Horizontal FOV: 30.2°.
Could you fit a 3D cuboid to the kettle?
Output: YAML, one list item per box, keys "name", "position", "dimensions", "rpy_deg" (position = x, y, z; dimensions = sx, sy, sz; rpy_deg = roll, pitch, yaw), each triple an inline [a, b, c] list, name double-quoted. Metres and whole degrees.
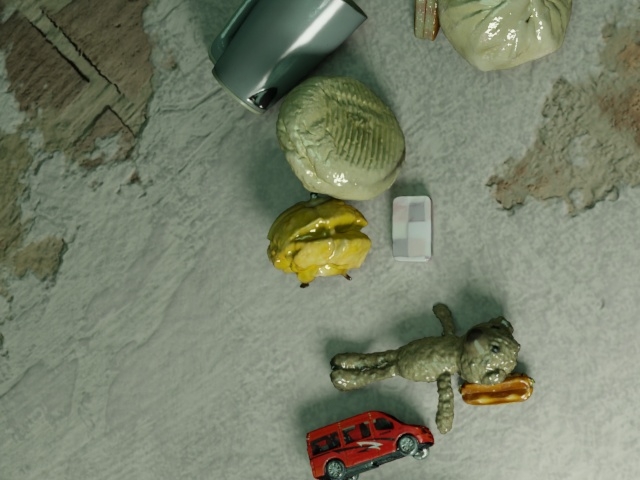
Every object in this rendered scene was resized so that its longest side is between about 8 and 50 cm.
- name: "kettle"
  position: [-0.075, -0.347, 1.953]
  dimensions: [0.243, 0.160, 0.210]
  rpy_deg: [-46, 55, 14]

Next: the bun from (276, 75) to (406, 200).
- name: "bun"
  position: [0.022, -0.149, 1.874]
  dimensions: [0.134, 0.220, 0.220]
  rpy_deg: [-40, 70, 47]

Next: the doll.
- name: "doll"
  position: [0.164, 0.177, 1.842]
  dimensions: [0.286, 0.091, 0.202]
  rpy_deg: [12, 53, 40]

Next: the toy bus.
- name: "toy bus"
  position: [0.079, 0.317, 1.857]
  dimensions: [0.195, 0.081, 0.089]
  rpy_deg: [-21, 69, 15]

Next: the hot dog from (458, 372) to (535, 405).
- name: "hot dog"
  position: [0.272, 0.229, 1.831]
  dimensions: [0.122, 0.037, 0.049]
  rpy_deg: [-6, 94, 22]

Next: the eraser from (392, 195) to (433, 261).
- name: "eraser"
  position: [0.148, -0.018, 1.900]
  dimensions: [0.065, 0.026, 0.105]
  rpy_deg: [0, 84, 14]

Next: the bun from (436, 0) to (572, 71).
- name: "bun"
  position: [0.288, -0.378, 1.824]
  dimensions: [0.231, 0.133, 0.231]
  rpy_deg: [0, 87, -3]

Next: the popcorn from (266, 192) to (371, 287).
- name: "popcorn"
  position: [0.000, 0.000, 1.883]
  dimensions: [0.167, 0.148, 0.152]
  rpy_deg: [-5, 104, 27]

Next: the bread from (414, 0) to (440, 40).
- name: "bread"
  position: [0.179, -0.383, 1.918]
  dimensions: [0.043, 0.109, 0.062]
  rpy_deg: [16, 45, 19]
